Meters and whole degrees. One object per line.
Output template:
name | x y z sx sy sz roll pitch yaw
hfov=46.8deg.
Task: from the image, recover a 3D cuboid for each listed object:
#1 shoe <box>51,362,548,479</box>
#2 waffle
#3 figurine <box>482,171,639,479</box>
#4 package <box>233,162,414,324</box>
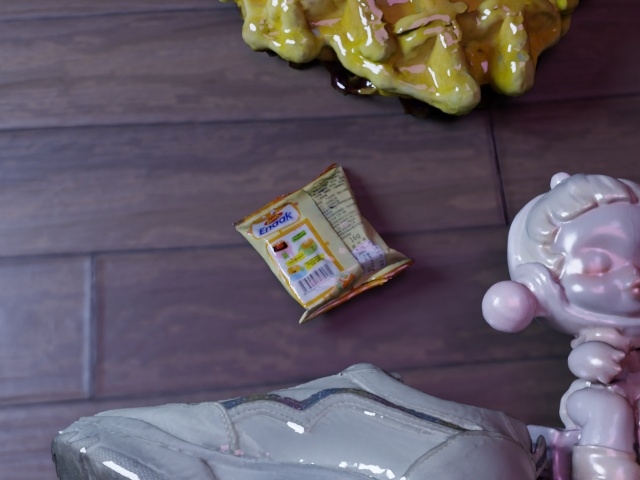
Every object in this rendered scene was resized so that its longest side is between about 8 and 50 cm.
shoe | -0.013 0.161 0.509 0.342 0.132 0.210 5 24 30
waffle | 0.085 -0.306 0.705 0.380 0.095 0.382 25 69 9
figurine | 0.221 0.057 0.557 0.182 0.144 0.256 -4 71 19
package | 0.001 0.002 0.617 0.108 0.031 0.120 -31 68 -12
